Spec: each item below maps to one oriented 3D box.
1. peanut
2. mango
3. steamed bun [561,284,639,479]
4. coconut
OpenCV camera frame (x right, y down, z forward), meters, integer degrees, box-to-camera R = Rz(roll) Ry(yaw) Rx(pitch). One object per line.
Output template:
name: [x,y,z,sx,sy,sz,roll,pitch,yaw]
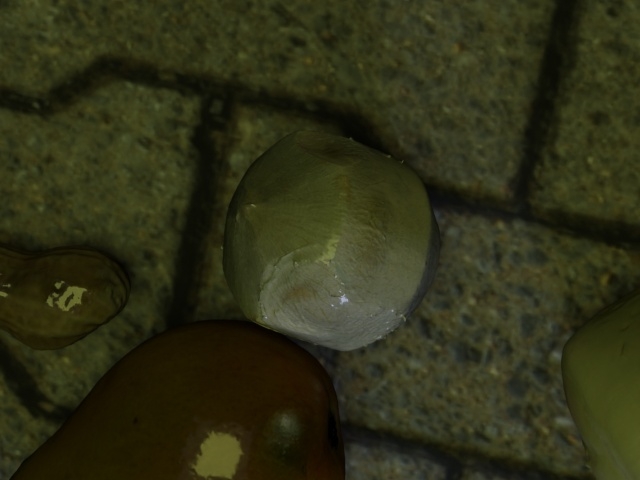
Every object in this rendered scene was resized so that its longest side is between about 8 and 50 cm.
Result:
peanut: [-0.248,0.045,1.306,0.192,0.089,0.089,4,96,11]
mango: [-0.119,0.194,1.260,0.317,0.173,0.211,-35,92,18]
steamed bun: [0.315,0.138,1.195,0.232,0.166,0.273,-26,92,11]
coconut: [-0.002,0.001,1.220,0.162,0.161,0.161,19,99,-29]
